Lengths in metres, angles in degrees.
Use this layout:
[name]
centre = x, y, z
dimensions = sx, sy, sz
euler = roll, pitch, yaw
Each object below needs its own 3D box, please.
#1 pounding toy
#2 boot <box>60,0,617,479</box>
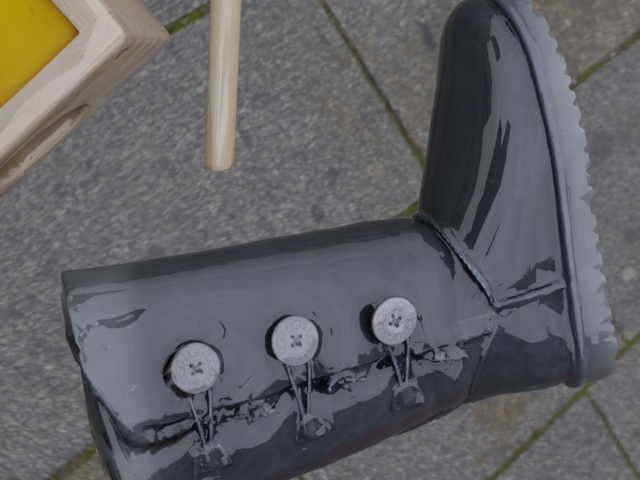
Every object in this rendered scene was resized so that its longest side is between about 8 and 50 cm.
[pounding toy]
centre = -0.103, -0.086, 0.380
dimensions = 0.206, 0.094, 0.181
euler = -40, 96, 9
[boot]
centre = 0.001, 0.002, 0.871
dimensions = 0.445, 0.146, 0.367
euler = -14, 90, -9
